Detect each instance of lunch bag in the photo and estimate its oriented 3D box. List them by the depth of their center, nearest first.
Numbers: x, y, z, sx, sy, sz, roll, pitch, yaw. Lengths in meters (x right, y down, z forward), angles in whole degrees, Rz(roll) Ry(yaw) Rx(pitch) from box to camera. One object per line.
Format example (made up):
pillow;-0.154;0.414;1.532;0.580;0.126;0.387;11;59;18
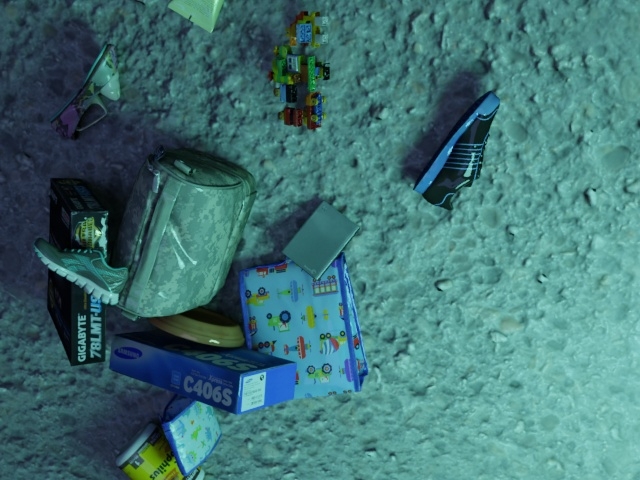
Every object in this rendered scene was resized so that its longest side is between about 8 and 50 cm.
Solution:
lunch bag;-0.271;-0.020;1.166;0.212;0.256;0.305;23;105;1
lunch bag;-0.041;0.162;1.259;0.221;0.138;0.293;-9;93;12
lunch bag;-0.287;0.410;1.328;0.096;0.151;0.129;-16;102;10

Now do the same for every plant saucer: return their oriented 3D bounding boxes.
plant saucer;-0.246;0.165;1.243;0.200;0.200;0.037;17;90;3

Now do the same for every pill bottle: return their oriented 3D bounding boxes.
pill bottle;-0.344;0.520;1.380;0.215;0.117;0.117;45;105;-5

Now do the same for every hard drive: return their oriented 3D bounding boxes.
hard drive;0.000;0.000;1.224;0.094;0.022;0.135;38;86;15

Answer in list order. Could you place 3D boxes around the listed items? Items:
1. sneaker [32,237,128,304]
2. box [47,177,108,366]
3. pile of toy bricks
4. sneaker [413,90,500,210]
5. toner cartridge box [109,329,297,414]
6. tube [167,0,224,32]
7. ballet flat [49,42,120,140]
sneaker;-0.397;0.036;1.035;0.166;0.065;0.076;36;82;-18
box;-0.478;0.048;1.204;0.073;0.295;0.293;-4;109;-30
pile of toy bricks;-0.055;-0.316;1.156;0.105;0.118;0.212;18;118;36
sneaker;0.274;-0.164;1.158;0.090;0.081;0.232;33;112;-4
toner cartridge box;-0.232;0.243;1.196;0.348;0.165;0.075;7;91;34
tube;-0.187;-0.514;1.138;0.070;0.062;0.240;38;108;15
ballet flat;-0.450;-0.287;1.226;0.079;0.077;0.221;37;111;-22
